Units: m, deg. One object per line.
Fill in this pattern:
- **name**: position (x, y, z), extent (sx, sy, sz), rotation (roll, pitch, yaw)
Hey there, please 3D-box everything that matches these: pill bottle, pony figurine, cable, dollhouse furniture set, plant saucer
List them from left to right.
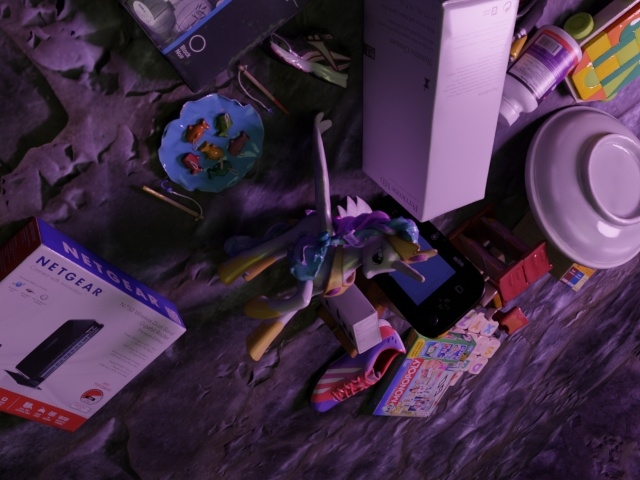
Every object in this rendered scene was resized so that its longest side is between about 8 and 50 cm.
- **pony figurine**: position (0.000, 0.000, 1.003), extent (0.363, 0.351, 0.303), rotation (-27, 135, 13)
- **dollhouse furniture set**: position (0.489, 0.100, 1.479), extent (0.152, 0.201, 0.374), rotation (-37, 136, -3)
- **pill bottle**: position (0.428, -0.334, 1.151), extent (0.193, 0.108, 0.108), rotation (-48, 136, 8)
- **cable**: position (0.409, -0.475, 1.084), extent (0.287, 0.072, 0.139), rotation (-49, 120, -8)
- **plant saucer**: position (0.669, -0.135, 1.311), extent (0.400, 0.100, 0.401), rotation (3, 81, -20)

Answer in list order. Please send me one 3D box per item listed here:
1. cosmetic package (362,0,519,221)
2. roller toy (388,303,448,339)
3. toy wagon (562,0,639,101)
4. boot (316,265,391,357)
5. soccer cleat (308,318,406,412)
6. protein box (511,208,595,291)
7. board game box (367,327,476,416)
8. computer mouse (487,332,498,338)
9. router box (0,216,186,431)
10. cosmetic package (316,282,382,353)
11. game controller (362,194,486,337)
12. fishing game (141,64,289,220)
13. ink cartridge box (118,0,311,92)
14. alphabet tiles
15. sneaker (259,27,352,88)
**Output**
- **cosmetic package**: position (0.189, -0.254, 0.977), extent (0.156, 0.217, 0.385), rotation (-20, 131, -21)
- **roller toy**: position (0.253, 0.110, 1.327), extent (0.191, 0.209, 0.146), rotation (-54, 136, 2)
- **toy wagon**: position (0.686, -0.456, 1.218), extent (0.344, 0.068, 0.267), rotation (-37, 140, 20)
- **boot**: position (0.141, 0.146, 1.233), extent (0.280, 0.264, 0.096), rotation (-53, 150, 11)
- **soccer cleat**: position (0.090, 0.353, 1.470), extent (0.318, 0.116, 0.108), rotation (-49, 136, 9)
- **protein box**: position (0.660, -0.011, 1.507), extent (0.136, 0.200, 0.201), rotation (23, 109, -44)
- **board game box**: position (0.301, 0.402, 1.674), extent (0.213, 0.046, 0.317), rotation (10, 119, -26)
- **computer mouse**: position (0.494, 0.390, 1.835), extent (0.242, 0.041, 0.071), rotation (-41, 136, 0)
- **router box**: position (-0.458, 0.163, 0.963), extent (0.301, 0.082, 0.335), rotation (-42, 137, 2)
- **cosmetic package**: position (0.035, 0.111, 1.146), extent (0.060, 0.239, 0.099), rotation (-26, 135, -14)
- **game controller**: position (0.185, 0.042, 1.138), extent (0.166, 0.319, 0.067), rotation (-47, 146, 12)
- **fishing game**: position (-0.174, -0.156, 0.933), extent (0.264, 0.041, 0.189), rotation (-46, 139, 6)
- **ink cartridge box**: position (-0.104, -0.376, 0.785), extent (0.332, 0.065, 0.165), rotation (-41, 136, -1)
- **alphabet tiles**: position (0.429, 0.336, 1.724), extent (0.284, 0.021, 0.278), rotation (20, 112, -32)
- **sneaker**: position (-0.018, -0.311, 0.905), extent (0.178, 0.072, 0.077), rotation (7, 108, -47)
